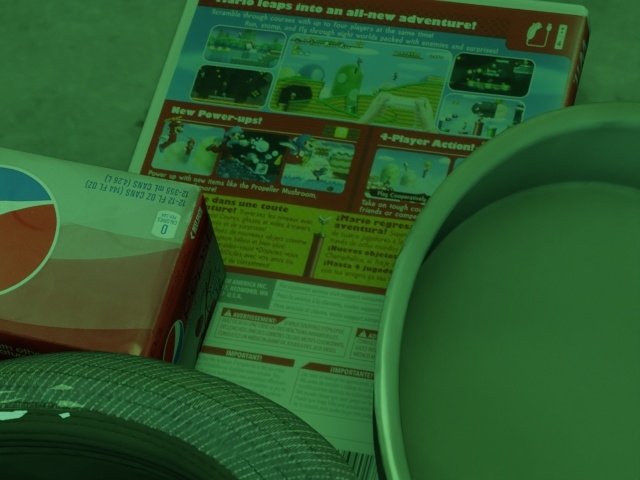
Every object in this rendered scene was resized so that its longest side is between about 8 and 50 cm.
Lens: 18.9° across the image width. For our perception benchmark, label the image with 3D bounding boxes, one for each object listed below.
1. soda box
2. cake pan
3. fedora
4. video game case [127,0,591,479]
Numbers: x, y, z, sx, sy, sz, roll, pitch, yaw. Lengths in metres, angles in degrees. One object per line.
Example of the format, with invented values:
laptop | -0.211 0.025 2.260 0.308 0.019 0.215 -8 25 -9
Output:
soda box | -0.182 0.006 0.858 0.263 0.083 0.092 11 64 11
cake pan | 0.146 0.084 0.828 0.293 0.054 0.293 9 68 -22
fedora | -0.102 0.174 0.771 0.275 0.124 0.243 -1 67 6
video game case | 0.000 0.000 0.900 0.204 0.025 0.285 8 63 16
